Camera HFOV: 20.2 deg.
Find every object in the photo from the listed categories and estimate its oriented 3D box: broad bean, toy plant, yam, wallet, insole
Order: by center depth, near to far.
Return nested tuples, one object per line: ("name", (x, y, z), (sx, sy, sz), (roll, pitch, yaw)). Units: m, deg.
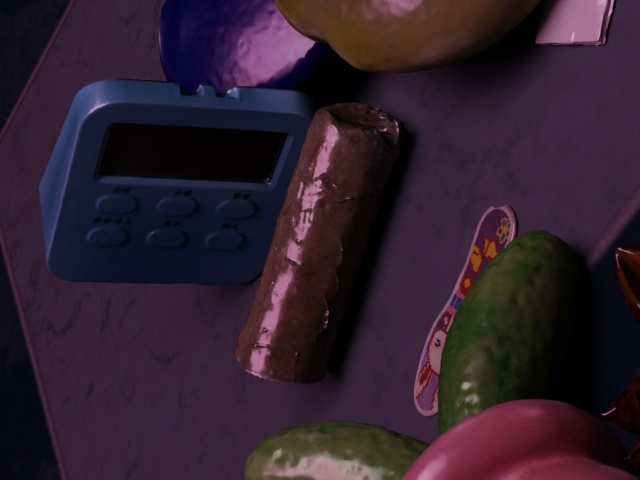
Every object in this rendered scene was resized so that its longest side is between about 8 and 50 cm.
("toy plant", (0.141, 0.182, 1.281), (0.317, 0.211, 0.356), (-39, 33, -3))
("wallet", (0.206, -0.180, 1.459), (0.083, 0.011, 0.044), (9, 87, 57))
("insole", (0.121, 0.060, 1.511), (0.065, 0.004, 0.197), (42, 115, 54))
("broad bean", (0.083, -0.251, 1.528), (0.291, 0.119, 0.238), (-17, 60, 30))
("yam", (0.000, 0.000, 1.637), (0.093, 0.093, 0.259), (31, 105, 56))

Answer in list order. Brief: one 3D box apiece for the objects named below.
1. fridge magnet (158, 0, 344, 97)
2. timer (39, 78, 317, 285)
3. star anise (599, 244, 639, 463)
("fridge magnet", (-0.049, -0.235, 1.740), (0.265, 0.112, 0.265), (-22, 54, 34))
("timer", (-0.135, -0.056, 1.697), (0.250, 0.231, 0.091), (121, 147, -55))
("star anise", (0.271, 0.088, 1.152), (0.190, 0.126, 0.220), (-5, 58, 16))
